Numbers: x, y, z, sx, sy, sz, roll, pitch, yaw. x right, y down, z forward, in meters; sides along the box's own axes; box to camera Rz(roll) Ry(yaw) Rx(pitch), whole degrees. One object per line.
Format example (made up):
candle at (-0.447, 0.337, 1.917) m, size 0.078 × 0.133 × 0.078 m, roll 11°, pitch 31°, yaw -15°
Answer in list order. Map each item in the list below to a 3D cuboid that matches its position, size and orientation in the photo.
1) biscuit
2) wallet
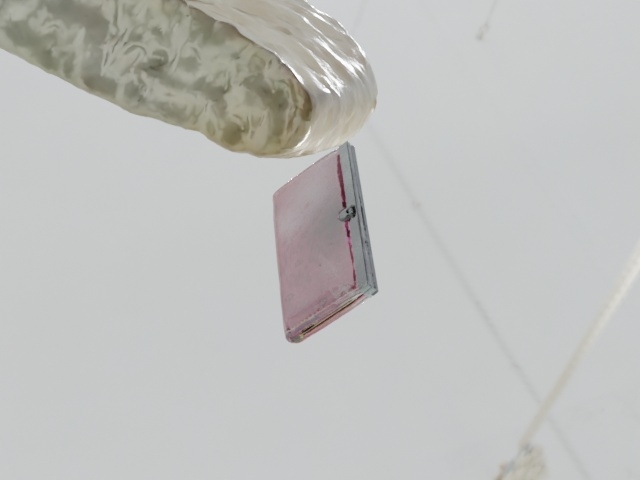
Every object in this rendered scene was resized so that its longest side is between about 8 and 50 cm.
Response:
biscuit at (-0.160, -0.176, 1.074) m, size 0.429 × 0.104 × 0.446 m, roll 24°, pitch -169°, yaw 6°
wallet at (0.000, 0.000, 1.629) m, size 0.025 × 0.119 × 0.232 m, roll 38°, pitch -151°, yaw -34°
